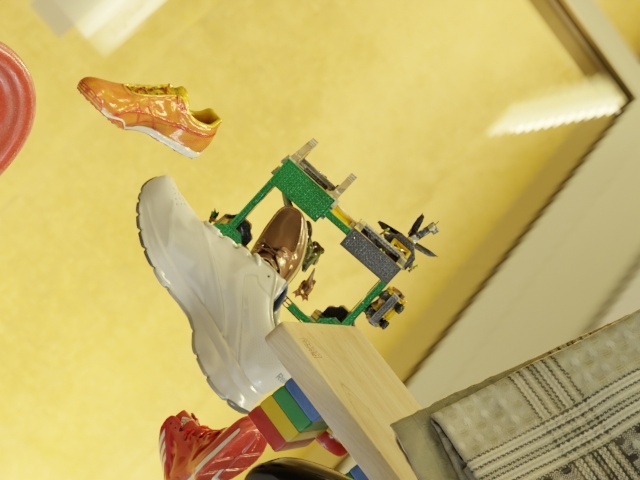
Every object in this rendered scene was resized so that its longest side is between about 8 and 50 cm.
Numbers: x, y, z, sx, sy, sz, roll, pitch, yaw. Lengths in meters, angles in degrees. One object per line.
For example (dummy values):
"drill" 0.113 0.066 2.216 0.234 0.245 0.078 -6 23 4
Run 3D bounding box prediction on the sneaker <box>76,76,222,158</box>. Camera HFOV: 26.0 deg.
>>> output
"sneaker" -0.181 -0.145 1.466 0.067 0.175 0.064 -56 -133 15

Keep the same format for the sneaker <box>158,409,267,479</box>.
"sneaker" -0.159 0.263 1.840 0.221 0.087 0.128 -47 -124 35

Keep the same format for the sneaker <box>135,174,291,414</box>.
"sneaker" -0.111 0.047 1.580 0.129 0.297 0.111 -31 166 4

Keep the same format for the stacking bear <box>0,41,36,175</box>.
"stacking bear" -0.405 -0.168 1.331 0.164 0.175 0.289 -30 -140 -23

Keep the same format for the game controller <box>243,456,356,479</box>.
"game controller" 0.035 0.286 0.950 0.167 0.319 0.067 7 -146 28

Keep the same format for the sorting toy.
"sorting toy" 0.047 0.207 1.339 0.089 0.257 0.255 -41 165 11

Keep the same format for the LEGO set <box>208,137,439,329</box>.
"LEGO set" 0.000 0.000 2.167 0.255 0.331 0.192 -56 177 20

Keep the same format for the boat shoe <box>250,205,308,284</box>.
"boat shoe" -0.063 0.029 1.765 0.060 0.064 0.178 87 25 -64

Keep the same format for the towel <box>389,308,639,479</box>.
"towel" 0.255 0.199 1.057 0.324 0.056 0.312 -26 -119 -7
